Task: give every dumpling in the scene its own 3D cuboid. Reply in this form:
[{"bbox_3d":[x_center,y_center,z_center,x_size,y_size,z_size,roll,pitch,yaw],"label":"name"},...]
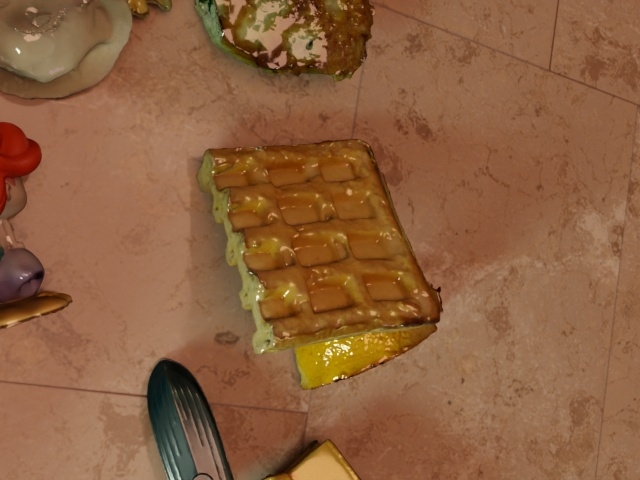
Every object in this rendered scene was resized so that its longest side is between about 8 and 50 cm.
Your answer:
[{"bbox_3d":[-0.374,-0.267,1.002,0.247,0.142,0.173,-16,138,-19],"label":"dumpling"}]

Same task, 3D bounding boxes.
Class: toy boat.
[{"bbox_3d":[-0.197,0.293,1.095,0.092,0.103,0.246,-19,83,-12],"label":"toy boat"}]

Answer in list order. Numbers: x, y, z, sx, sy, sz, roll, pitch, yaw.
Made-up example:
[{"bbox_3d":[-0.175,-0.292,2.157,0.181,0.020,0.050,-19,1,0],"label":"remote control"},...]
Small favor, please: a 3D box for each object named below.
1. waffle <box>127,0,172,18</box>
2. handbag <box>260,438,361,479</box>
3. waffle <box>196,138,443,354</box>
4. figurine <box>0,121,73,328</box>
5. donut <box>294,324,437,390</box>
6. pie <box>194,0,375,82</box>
[{"bbox_3d":[-0.328,-0.442,1.069,0.261,0.056,0.250,-4,90,-27],"label":"waffle"},{"bbox_3d":[-0.074,0.521,1.122,0.401,0.133,0.283,-36,98,-23],"label":"handbag"},{"bbox_3d":[0.000,-0.001,1.125,0.304,0.077,0.348,-6,61,-28],"label":"waffle"},{"bbox_3d":[-0.433,-0.016,0.931,0.208,0.181,0.257,-19,96,-26],"label":"figurine"},{"bbox_3d":[0.090,0.153,1.198,0.259,0.152,0.101,-21,90,-27],"label":"donut"},{"bbox_3d":[-0.057,-0.414,1.174,0.288,0.103,0.355,-17,91,-25],"label":"pie"}]
